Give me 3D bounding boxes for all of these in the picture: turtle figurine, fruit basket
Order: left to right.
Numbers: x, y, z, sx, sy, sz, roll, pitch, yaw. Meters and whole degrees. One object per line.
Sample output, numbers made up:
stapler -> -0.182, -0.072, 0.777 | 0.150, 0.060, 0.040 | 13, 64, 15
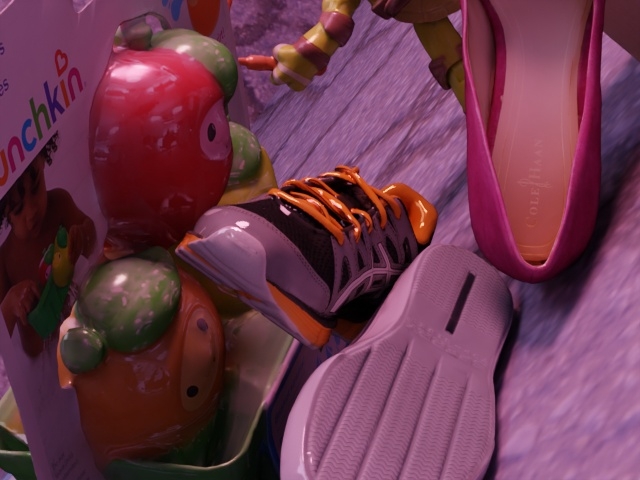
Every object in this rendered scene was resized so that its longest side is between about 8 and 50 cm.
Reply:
fruit basket -> -0.081, -0.004, 0.792 | 0.327, 0.165, 0.353 | -63, -24, -52
turtle figurine -> 0.076, -0.182, 0.949 | 0.269, 0.217, 0.087 | -53, 10, -6

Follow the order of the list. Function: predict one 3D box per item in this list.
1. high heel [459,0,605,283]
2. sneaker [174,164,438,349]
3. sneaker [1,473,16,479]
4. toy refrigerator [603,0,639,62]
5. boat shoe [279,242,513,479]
high heel -> 0.097, -0.104, 0.677 | 0.117, 0.082, 0.244 | -67, -19, -79
sneaker -> 0.000, 0.000, 0.707 | 0.083, 0.084, 0.215 | -55, -16, 7
sneaker -> -0.184, 0.193, 1.104 | 0.319, 0.127, 0.208 | -57, 3, 37
toy refrigerator -> 0.116, -0.224, 0.760 | 0.102, 0.269, 0.094 | -45, 12, 38
boat shoe -> 0.034, 0.082, 0.645 | 0.076, 0.083, 0.226 | -59, -7, 31
